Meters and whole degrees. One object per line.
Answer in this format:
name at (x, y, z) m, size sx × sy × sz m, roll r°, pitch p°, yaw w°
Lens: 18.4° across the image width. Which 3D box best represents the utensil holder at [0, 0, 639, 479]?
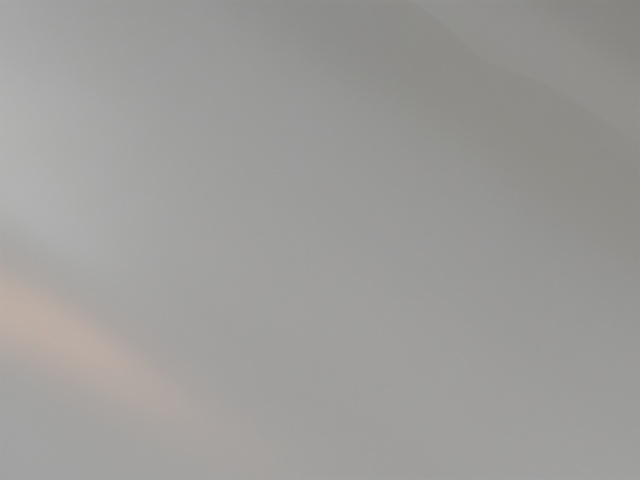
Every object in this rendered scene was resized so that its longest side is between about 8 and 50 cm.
utensil holder at (0.000, 0.000, 0.647) m, size 0.327 × 0.385 × 0.327 m, roll -46°, pitch 23°, yaw 26°
